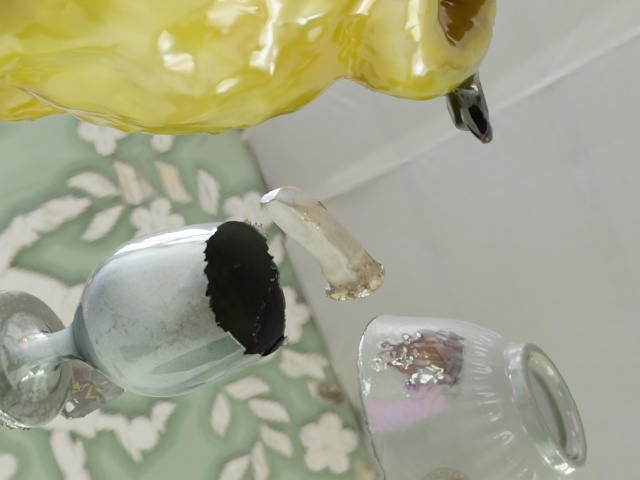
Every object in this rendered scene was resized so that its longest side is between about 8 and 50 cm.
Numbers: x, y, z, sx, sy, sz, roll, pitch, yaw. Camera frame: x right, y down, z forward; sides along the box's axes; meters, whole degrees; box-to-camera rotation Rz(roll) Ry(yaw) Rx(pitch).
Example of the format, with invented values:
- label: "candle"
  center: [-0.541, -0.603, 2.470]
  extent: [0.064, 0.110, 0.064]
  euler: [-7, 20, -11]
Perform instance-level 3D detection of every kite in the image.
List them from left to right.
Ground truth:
- label: "kite"
  center: [-0.211, 0.119, 1.275]
  extent: [0.141, 0.245, 0.015]
  euler: [56, 24, -38]

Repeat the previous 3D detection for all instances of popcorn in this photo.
- label: "popcorn"
  center: [-0.017, -0.152, 0.467]
  extent: [0.281, 0.316, 0.297]
  euler: [52, 2, -11]

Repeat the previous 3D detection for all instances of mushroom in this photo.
- label: "mushroom"
  center: [0.000, 0.000, 1.599]
  extent: [0.084, 0.071, 0.209]
  euler: [-13, -48, 38]

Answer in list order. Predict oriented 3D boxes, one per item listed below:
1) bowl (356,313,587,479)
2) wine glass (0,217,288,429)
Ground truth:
- label: "bowl"
  center: [0.193, 0.208, 1.364]
  extent: [0.337, 0.157, 0.337]
  euler: [47, 27, -34]
- label: "wine glass"
  center: [-0.146, 0.065, 0.928]
  extent: [0.241, 0.126, 0.126]
  euler: [-17, -85, 31]
